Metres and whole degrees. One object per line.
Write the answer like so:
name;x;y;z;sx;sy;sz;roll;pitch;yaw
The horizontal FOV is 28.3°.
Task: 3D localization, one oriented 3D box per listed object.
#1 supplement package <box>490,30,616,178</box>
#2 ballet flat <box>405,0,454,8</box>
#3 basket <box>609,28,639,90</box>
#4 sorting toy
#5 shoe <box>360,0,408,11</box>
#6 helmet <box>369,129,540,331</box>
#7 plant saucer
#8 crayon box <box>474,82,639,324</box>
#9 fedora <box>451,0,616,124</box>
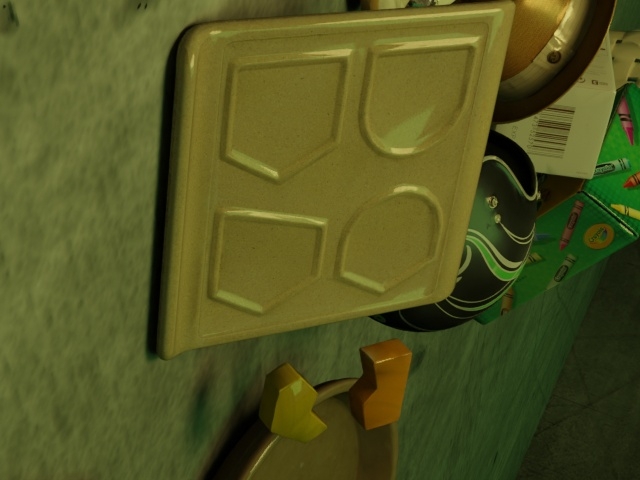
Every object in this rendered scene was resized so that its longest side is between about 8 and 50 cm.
supplement package;0.222;-0.158;1.242;0.179;0.105;0.105;-79;176;-51
ballet flat;0.099;-0.209;1.001;0.041;0.041;0.114;92;23;-44
basket;0.373;-0.128;1.603;0.289;0.254;0.201;54;53;-47
sorting toy;0.000;0.000;0.781;0.229;0.041;0.307;-12;127;-30
shoe;0.086;-0.247;0.883;0.076;0.058;0.219;55;55;-69
helmet;0.082;-0.015;0.949;0.161;0.169;0.169;23;86;-56
plant saucer;-0.026;0.234;1.004;0.278;0.041;0.278;-35;135;-44
crayon box;0.249;-0.033;1.367;0.278;0.081;0.165;-39;-163;54
fedora;0.167;-0.197;1.103;0.079;0.194;0.194;24;83;-33
